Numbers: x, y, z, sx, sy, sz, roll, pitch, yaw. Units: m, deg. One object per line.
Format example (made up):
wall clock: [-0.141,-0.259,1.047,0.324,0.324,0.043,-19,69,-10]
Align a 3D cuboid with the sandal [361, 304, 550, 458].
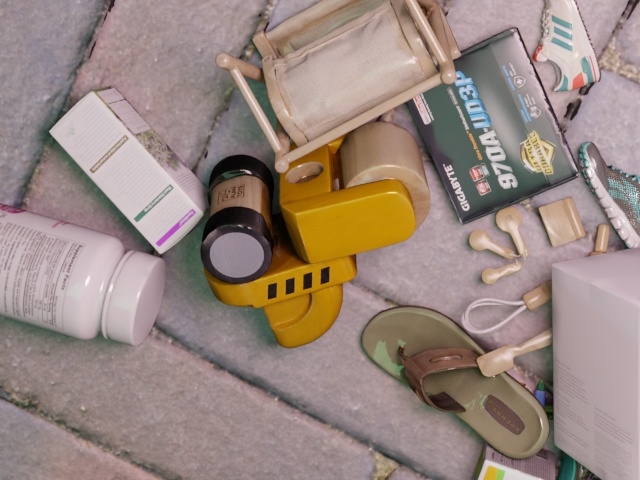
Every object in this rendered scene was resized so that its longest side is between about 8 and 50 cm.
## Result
sandal: [0.188,0.193,1.620,0.303,0.086,0.120,34,108,21]

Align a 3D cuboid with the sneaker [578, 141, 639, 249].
sneaker: [0.409,-0.070,1.558,0.076,0.065,0.166,-32,103,8]

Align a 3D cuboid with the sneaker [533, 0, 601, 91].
sneaker: [0.311,-0.272,1.525,0.075,0.057,0.161,-23,101,9]

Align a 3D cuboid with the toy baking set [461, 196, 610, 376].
toy baking set: [0.298,0.065,1.595,0.197,0.030,0.256,5,87,6]

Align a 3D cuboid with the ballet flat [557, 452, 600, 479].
ballet flat: [0.363,0.401,1.669,0.079,0.077,0.221,13,105,-13]

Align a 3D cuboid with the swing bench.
swing bench: [0.035,-0.238,1.488,0.253,0.254,0.165,-26,101,16]

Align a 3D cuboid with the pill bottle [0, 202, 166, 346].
pill bottle: [-0.380,0.053,1.678,0.283,0.160,0.160,16,105,7]

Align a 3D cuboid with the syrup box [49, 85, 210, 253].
syrup box: [-0.264,-0.102,1.655,0.096,0.093,0.237,-40,93,16]

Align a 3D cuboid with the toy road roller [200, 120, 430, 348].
toy road roller: [0.000,0.000,1.579,0.329,0.202,0.240,-16,121,8]

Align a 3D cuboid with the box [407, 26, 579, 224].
box: [0.230,-0.156,1.571,0.175,0.051,0.220,-22,97,15]

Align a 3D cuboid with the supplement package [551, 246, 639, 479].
supplement package: [0.433,0.162,1.486,0.198,0.199,0.262,-10,107,-19]

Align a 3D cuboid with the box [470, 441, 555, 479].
box: [0.256,0.398,1.661,0.103,0.114,0.203,19,107,6]

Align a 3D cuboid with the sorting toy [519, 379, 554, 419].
sorting toy: [0.309,0.225,1.649,0.102,0.061,0.042,13,71,0]
